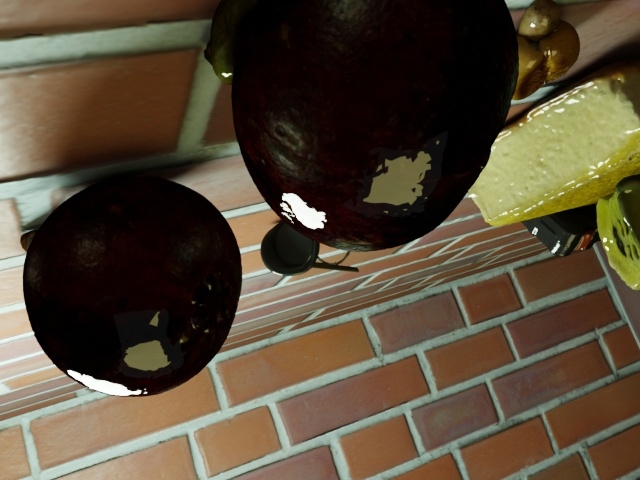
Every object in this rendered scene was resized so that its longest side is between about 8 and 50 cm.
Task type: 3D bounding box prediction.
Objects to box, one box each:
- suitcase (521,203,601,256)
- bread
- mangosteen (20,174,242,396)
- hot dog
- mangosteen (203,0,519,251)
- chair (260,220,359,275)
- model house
[{"bbox_3d":[0.476,-0.077,1.211,0.286,0.206,0.066,-13,138,-31],"label":"suitcase"},{"bbox_3d":[0.429,-0.148,0.976,0.333,0.143,0.324,-11,166,-33],"label":"bread"},{"bbox_3d":[-0.220,0.041,0.689,0.262,0.235,0.235,12,180,23],"label":"mangosteen"},{"bbox_3d":[0.219,-0.193,0.668,0.090,0.060,0.140,-28,173,16],"label":"hot dog"},{"bbox_3d":[0.023,-0.108,0.444,0.216,0.216,0.216,-19,168,-4],"label":"mangosteen"},{"bbox_3d":[-0.001,0.001,1.098,0.222,0.104,0.095,-9,139,-56],"label":"chair"},{"bbox_3d":[0.528,-0.016,0.954,0.194,0.174,0.234,-20,166,8],"label":"model house"}]
